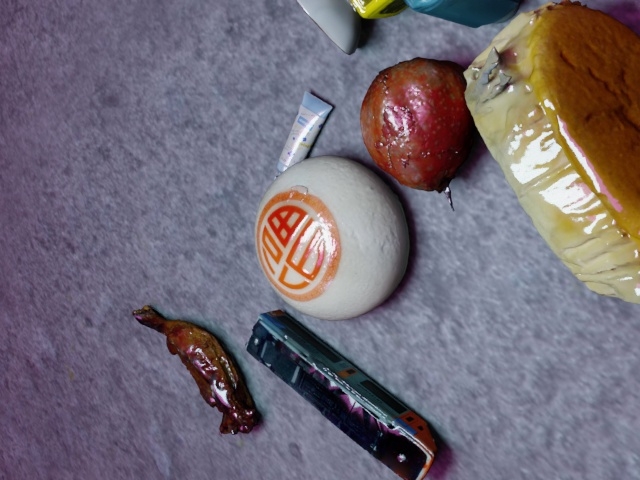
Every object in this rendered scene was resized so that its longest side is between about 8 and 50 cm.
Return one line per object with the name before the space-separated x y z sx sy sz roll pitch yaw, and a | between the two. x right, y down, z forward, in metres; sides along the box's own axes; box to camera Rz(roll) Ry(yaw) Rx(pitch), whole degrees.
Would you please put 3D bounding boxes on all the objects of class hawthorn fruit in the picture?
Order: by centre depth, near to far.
hawthorn fruit | 0.152 -0.152 1.049 0.181 0.181 0.235 -17 87 38

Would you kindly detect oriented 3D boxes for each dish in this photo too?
dish | 0.015 -0.384 1.129 0.066 0.191 0.190 -40 72 18

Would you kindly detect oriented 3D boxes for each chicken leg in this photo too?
chicken leg | -0.261 0.239 1.482 0.407 0.096 0.158 39 138 29

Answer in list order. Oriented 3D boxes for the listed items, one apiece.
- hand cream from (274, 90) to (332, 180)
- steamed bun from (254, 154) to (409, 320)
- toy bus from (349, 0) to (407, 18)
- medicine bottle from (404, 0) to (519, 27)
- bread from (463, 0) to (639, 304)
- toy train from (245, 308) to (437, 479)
hand cream | -0.036 -0.176 1.273 0.065 0.043 0.170 35 112 23
steamed bun | 0.000 0.000 1.185 0.283 0.177 0.283 7 101 37
toy bus | 0.168 -0.462 1.009 0.330 0.144 0.152 -30 87 39
medicine bottle | 0.196 -0.344 0.932 0.124 0.258 0.079 -48 68 29
bread | 0.352 -0.117 0.880 0.388 0.236 0.183 58 142 6
toy train | 0.039 0.265 1.252 0.409 0.089 0.086 33 113 28
